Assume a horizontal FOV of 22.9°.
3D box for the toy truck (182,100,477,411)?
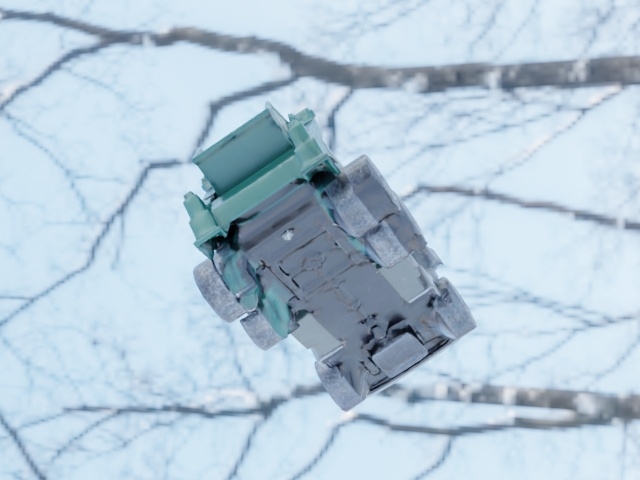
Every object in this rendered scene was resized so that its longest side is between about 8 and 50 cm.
[{"bbox_3d":[0.000,0.000,0.895,0.216,0.110,0.116,46,-167,-53],"label":"toy truck"}]
